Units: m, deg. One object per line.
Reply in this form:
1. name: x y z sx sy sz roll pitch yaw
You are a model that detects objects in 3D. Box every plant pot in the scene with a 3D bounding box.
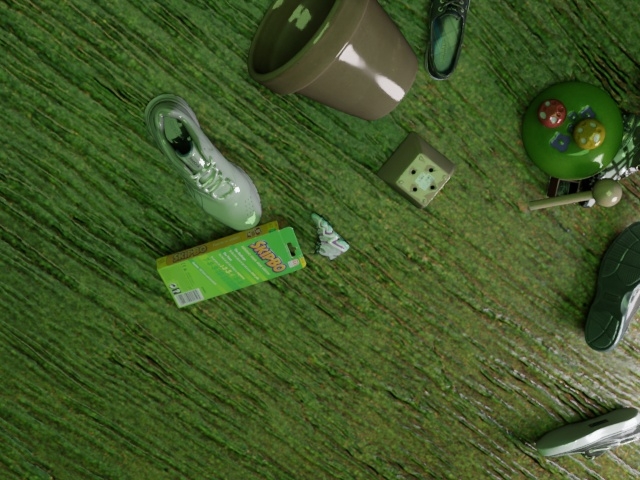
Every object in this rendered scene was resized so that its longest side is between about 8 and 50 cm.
1. plant pot: 0.181 -0.122 1.921 0.109 0.096 0.109 38 100 -11
2. plant pot: 0.038 -0.326 1.803 0.229 0.263 0.263 34 101 -30

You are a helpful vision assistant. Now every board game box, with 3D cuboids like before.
1. board game box: -0.164 0.043 1.947 0.259 0.039 0.124 -16 138 3

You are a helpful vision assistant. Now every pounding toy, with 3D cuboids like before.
1. pounding toy: 0.451 -0.178 1.872 0.183 0.110 0.236 -3 86 16

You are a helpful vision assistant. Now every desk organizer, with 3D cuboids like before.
1. desk organizer: 0.465 -0.137 1.956 0.047 0.050 0.130 8 104 -6

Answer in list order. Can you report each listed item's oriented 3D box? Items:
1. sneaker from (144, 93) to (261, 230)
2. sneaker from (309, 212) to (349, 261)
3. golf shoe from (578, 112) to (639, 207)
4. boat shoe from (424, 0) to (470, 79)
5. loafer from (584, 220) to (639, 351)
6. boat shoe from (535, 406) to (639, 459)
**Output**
1. sneaker: -0.215 -0.128 1.881 0.111 0.129 0.297 -40 105 4
2. sneaker: 0.000 0.000 1.972 0.069 0.038 0.098 -42 102 7
3. golf shoe: 0.558 -0.138 1.948 0.094 0.077 0.198 26 103 -10
4. boat shoe: 0.226 -0.399 1.861 0.080 0.076 0.228 8 104 -5
5. loafer: 0.588 0.088 2.017 0.096 0.084 0.267 28 104 33
6. boat shoe: 0.542 0.403 2.087 0.219 0.078 0.070 -17 104 0
